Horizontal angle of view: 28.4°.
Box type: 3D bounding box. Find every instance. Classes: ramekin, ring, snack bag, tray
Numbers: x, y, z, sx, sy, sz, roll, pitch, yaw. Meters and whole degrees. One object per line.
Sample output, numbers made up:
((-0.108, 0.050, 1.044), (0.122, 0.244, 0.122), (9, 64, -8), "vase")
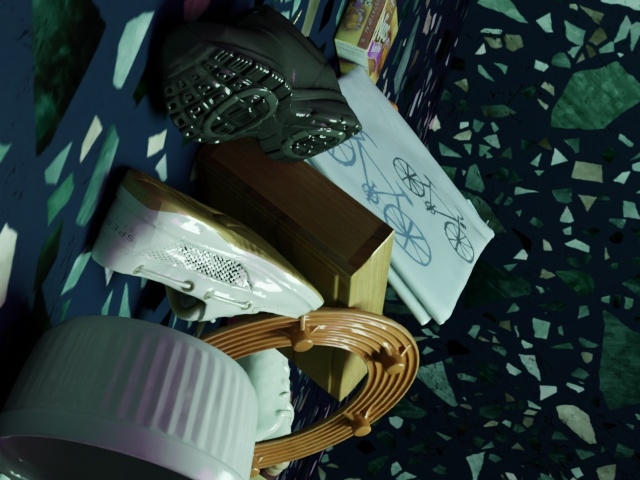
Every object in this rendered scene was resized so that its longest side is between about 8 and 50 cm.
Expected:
((-0.145, 0.143, 0.985), (0.207, 0.207, 0.109), (95, 9, -62), "ramekin")
((-0.051, 0.177, 1.362), (0.336, 0.337, 0.032), (99, -22, -53), "ring")
((0.087, -0.074, 1.625), (0.037, 0.323, 0.342), (-37, -176, 26), "snack bag")
((-0.029, 0.037, 1.417), (0.076, 0.203, 0.411), (-47, 164, -19), "tray")

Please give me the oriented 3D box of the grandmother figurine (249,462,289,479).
((-0.132, 0.380, 1.845), (0.342, 0.208, 0.104), (113, -46, -84), "grandmother figurine")

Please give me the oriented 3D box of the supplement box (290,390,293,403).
((-0.083, 0.312, 2.322), (0.083, 0.043, 0.055), (100, 15, -49), "supplement box")

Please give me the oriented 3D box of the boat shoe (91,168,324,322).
((-0.103, 0.027, 1.137), (0.096, 0.098, 0.277), (-54, 140, 4), "boat shoe")

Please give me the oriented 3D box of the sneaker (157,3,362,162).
((-0.066, -0.154, 1.134), (0.286, 0.109, 0.130), (18, 51, -67), "sneaker")

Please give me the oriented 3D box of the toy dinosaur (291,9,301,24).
((-0.050, -0.176, 1.388), (0.183, 0.053, 0.092), (93, 2, -70), "toy dinosaur")

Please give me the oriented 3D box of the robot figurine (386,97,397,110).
((0.054, -0.121, 1.855), (0.219, 0.128, 0.158), (102, -5, -46), "robot figurine")

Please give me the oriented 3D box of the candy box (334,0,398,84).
((0.066, -0.292, 1.784), (0.186, 0.053, 0.109), (74, 37, -78), "candy box")

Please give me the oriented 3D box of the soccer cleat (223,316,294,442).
((-0.081, 0.202, 1.678), (0.116, 0.143, 0.331), (62, 48, -67), "soccer cleat")
